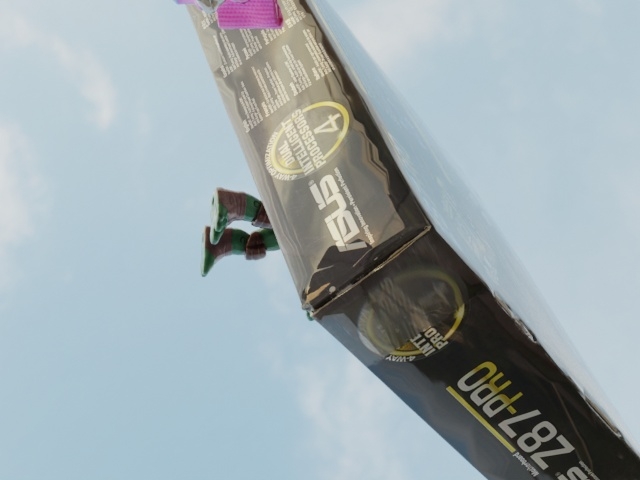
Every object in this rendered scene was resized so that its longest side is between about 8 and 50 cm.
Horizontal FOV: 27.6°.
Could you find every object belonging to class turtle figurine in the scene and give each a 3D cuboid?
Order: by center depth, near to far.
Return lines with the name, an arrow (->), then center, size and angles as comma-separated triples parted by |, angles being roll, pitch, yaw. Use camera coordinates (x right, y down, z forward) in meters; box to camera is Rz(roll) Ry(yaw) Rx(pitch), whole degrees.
turtle figurine -> 0.000, 0.000, 1.326 | 0.234, 0.175, 0.118 | 5, -140, -11

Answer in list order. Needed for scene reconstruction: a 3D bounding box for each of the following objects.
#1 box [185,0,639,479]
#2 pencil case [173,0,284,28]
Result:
box -> 0.062, -0.012, 0.920 | 0.318, 0.097, 0.395 | 48, -168, -40
pencil case -> -0.068, -0.116, 0.315 | 0.236, 0.104, 0.104 | 0, -113, -64
